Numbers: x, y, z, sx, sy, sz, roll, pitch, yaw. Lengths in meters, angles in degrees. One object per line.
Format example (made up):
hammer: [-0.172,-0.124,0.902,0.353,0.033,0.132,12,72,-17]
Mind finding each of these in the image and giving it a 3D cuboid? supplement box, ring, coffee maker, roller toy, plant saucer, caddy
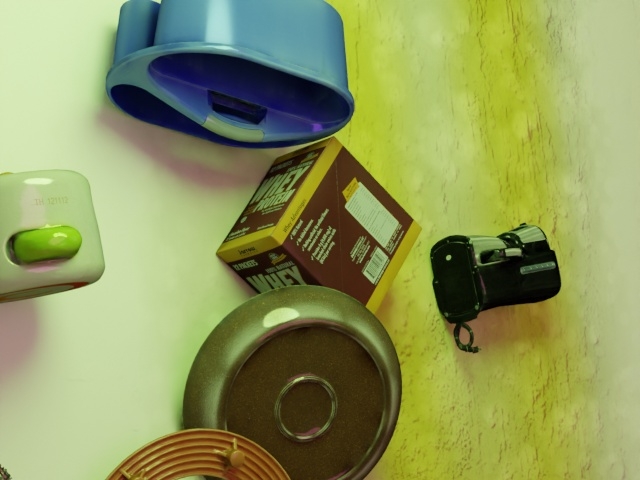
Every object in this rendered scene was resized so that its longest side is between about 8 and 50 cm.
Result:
supplement box: [0.000,0.000,2.188,0.194,0.129,0.191,45,55,-21]
ring: [-0.152,0.401,1.980,0.336,0.032,0.337,-1,92,-32]
coffee maker: [0.264,0.067,2.411,0.178,0.120,0.171,-6,106,-39]
roller toy: [-0.358,-0.007,1.864,0.191,0.209,0.146,7,72,-74]
plant saucer: [-0.026,0.215,2.082,0.310,0.050,0.311,-4,102,-21]
caddy: [-0.114,-0.216,2.081,0.341,0.241,0.179,14,66,-35]

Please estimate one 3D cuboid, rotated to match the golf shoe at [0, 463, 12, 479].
golf shoe: [-0.363,0.346,1.861,0.086,0.067,0.186,-34,108,-6]
